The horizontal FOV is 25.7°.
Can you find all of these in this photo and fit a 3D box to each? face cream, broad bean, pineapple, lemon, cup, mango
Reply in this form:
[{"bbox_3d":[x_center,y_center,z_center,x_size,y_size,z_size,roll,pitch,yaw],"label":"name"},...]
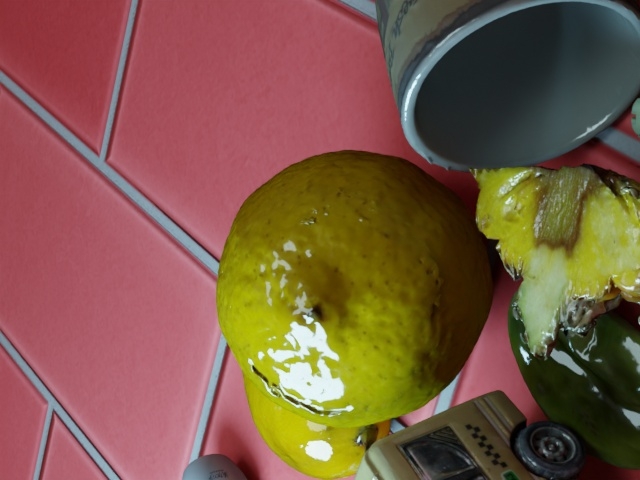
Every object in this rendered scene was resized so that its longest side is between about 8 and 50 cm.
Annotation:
[{"bbox_3d":[-0.127,0.319,1.730,0.091,0.091,0.095,-62,38,33],"label":"face cream"},{"bbox_3d":[0.245,0.118,1.242,0.206,0.072,0.153,53,147,35],"label":"broad bean"},{"bbox_3d":[0.246,0.022,1.178,0.250,0.140,0.164,3,89,54],"label":"pineapple"},{"bbox_3d":[0.033,0.045,1.360,0.293,0.293,0.293,1,91,53],"label":"lemon"},{"bbox_3d":[0.148,-0.247,1.221,0.301,0.227,0.257,101,155,-54],"label":"cup"},{"bbox_3d":[-0.016,0.155,1.566,0.317,0.119,0.176,51,132,51],"label":"mango"}]

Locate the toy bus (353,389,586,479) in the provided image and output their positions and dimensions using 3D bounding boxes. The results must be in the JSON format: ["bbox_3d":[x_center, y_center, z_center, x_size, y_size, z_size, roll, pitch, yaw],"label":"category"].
[{"bbox_3d":[0.180,0.319,1.198,0.365,0.202,0.177,52,144,37],"label":"toy bus"}]

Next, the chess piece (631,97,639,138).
[{"bbox_3d":[0.306,-0.101,1.167,0.103,0.067,0.067,15,103,61],"label":"chess piece"}]
